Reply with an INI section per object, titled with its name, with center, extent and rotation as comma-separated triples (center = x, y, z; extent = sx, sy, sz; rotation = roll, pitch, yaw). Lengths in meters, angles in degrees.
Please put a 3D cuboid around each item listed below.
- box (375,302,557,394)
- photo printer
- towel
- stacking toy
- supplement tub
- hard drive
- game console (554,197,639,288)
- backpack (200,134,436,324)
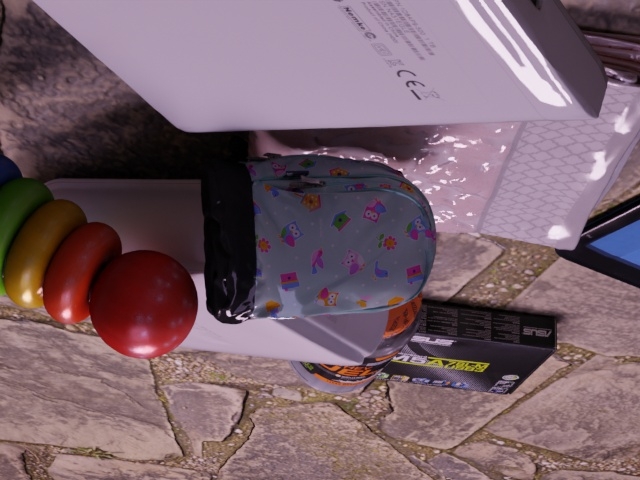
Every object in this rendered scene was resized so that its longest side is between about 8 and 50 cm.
[box]
center = 0.155, 0.125, 1.759
extent = 0.190, 0.045, 0.184
rotation = 8, 159, -8
[photo printer]
center = -0.126, 0.029, 1.446
extent = 0.307, 0.107, 0.256
rotation = 3, 159, 40
[towel]
center = 0.097, -0.083, 1.265
extent = 0.317, 0.053, 0.332
rotation = 6, 156, -3
[stacking toy]
center = -0.249, -0.004, 1.274
extent = 0.330, 0.141, 0.141
rotation = 24, 160, 11
[supplement tub]
center = 0.035, 0.081, 1.585
extent = 0.117, 0.117, 0.190
rotation = 9, 157, -10
[hard drive]
center = -0.019, -0.150, 1.004
extent = 0.353, 0.047, 0.233
rotation = 1, 152, 37
[game console]
center = 0.397, 0.062, 1.411
extent = 0.173, 0.250, 0.293
rotation = -13, 169, -32
[backpack]
center = 0.000, 0.000, 1.221
extent = 0.182, 0.152, 0.115
rotation = -3, -157, -12
